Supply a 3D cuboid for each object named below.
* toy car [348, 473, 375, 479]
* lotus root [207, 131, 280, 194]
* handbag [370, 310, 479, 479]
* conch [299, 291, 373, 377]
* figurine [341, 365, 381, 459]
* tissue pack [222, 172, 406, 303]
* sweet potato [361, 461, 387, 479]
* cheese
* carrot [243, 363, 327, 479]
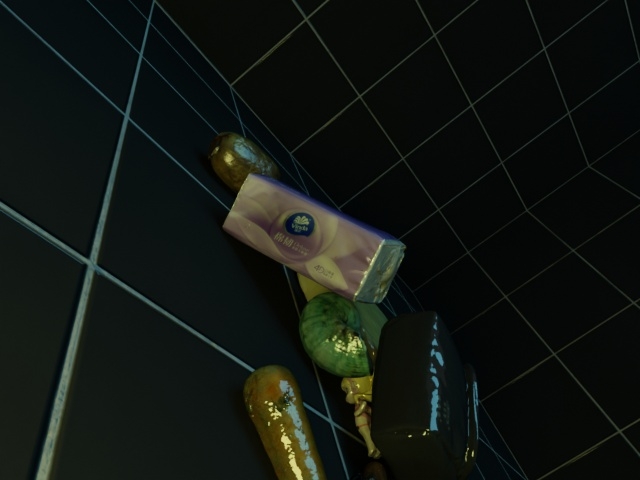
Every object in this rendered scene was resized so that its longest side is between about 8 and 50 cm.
[{"bbox_3d":[0.074,0.401,0.642,0.165,0.062,0.071,57,12,22],"label":"toy car"},{"bbox_3d":[-0.187,-0.180,1.269,0.260,0.128,0.145,37,32,-40],"label":"lotus root"},{"bbox_3d":[0.220,0.328,0.936,0.275,0.177,0.302,58,27,-27],"label":"handbag"},{"bbox_3d":[0.031,0.194,0.987,0.176,0.122,0.188,45,13,-8],"label":"conch"},{"bbox_3d":[0.093,0.332,0.956,0.083,0.083,0.188,44,23,-42],"label":"figurine"},{"bbox_3d":[0.000,0.000,1.049,0.338,0.160,0.242,26,3,20],"label":"tissue pack"},{"bbox_3d":[0.080,0.400,0.747,0.049,0.049,0.117,51,21,-9],"label":"sweet potato"},{"bbox_3d":[0.110,0.231,1.260,0.384,0.104,0.384,51,10,-13],"label":"cheese"},{"bbox_3d":[-0.017,0.296,0.598,0.298,0.078,0.078,62,13,24],"label":"carrot"}]
